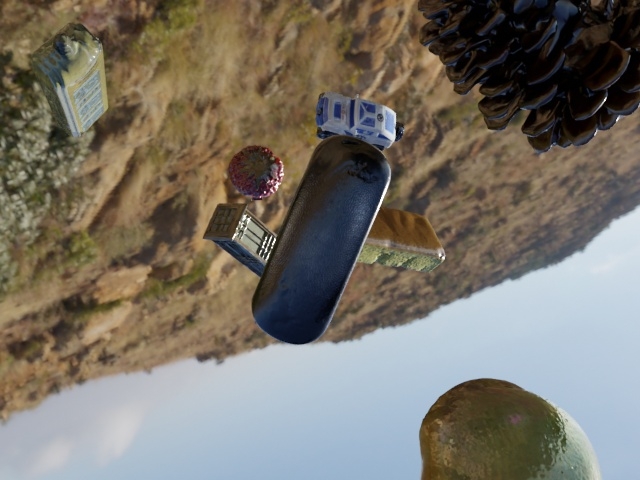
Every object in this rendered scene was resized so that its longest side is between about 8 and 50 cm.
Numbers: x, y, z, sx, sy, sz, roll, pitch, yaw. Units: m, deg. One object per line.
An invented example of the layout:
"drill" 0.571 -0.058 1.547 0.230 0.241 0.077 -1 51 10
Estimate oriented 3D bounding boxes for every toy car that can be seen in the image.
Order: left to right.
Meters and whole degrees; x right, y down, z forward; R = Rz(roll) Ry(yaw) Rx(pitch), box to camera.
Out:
"toy car" 0.073 -0.214 1.287 0.170 0.080 0.070 10 165 -26

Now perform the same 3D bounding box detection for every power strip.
"power strip" -0.366 -0.233 1.073 0.092 0.066 0.387 -49 -173 -13

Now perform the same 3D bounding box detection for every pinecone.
"pinecone" 0.239 -0.238 0.781 0.292 0.246 0.246 20 151 -28

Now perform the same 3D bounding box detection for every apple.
"apple" 0.238 0.252 0.861 0.265 0.193 0.120 11 148 -26

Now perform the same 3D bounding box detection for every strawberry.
"strawberry" -0.160 -0.176 1.784 0.145 0.145 0.086 -24 169 -15

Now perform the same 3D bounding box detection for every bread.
"bread" 0.108 -0.014 1.510 0.361 0.138 0.077 10 130 -37

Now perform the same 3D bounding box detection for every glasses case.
"glasses case" 0.000 0.000 1.036 0.075 0.122 0.314 -117 -131 -86

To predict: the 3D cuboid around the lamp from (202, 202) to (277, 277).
"lamp" -0.110 0.037 1.550 0.090 0.089 0.325 3 153 38
